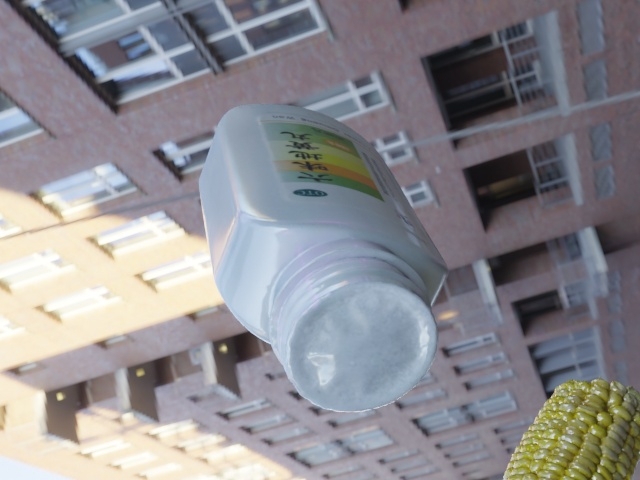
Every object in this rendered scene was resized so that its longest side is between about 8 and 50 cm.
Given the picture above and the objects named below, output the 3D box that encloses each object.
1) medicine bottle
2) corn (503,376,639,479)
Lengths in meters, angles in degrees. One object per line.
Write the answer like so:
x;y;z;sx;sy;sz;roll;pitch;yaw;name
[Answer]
0.000;0.000;0.793;0.324;0.179;0.124;-108;38;-59;medicine bottle
0.173;0.210;0.727;0.244;0.093;0.093;-50;-50;-36;corn
